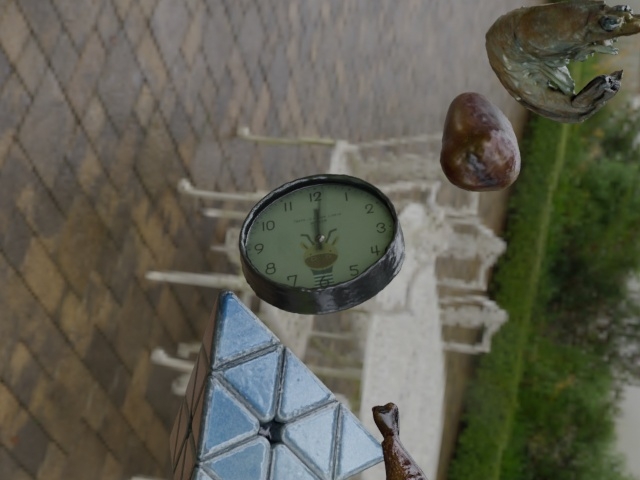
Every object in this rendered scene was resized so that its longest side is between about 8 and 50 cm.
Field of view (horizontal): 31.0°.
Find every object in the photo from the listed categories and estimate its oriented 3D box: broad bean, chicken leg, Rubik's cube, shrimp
[{"bbox_3d":[0.181,-0.111,1.309,0.165,0.084,0.114,-76,148,-59],"label":"broad bean"},{"bbox_3d":[0.084,0.245,0.968,0.089,0.048,0.219,101,-32,-88],"label":"chicken leg"},{"bbox_3d":[-0.097,0.239,1.420,0.233,0.229,0.228,-42,153,2],"label":"Rubik's cube"},{"bbox_3d":[0.233,-0.164,1.057,0.047,0.223,0.126,-39,108,-22],"label":"shrimp"}]

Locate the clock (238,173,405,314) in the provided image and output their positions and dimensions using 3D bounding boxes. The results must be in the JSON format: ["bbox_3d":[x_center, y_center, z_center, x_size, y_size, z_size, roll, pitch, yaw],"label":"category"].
[{"bbox_3d":[0.000,0.000,1.261,0.040,0.185,0.184,79,23,-46],"label":"clock"}]
